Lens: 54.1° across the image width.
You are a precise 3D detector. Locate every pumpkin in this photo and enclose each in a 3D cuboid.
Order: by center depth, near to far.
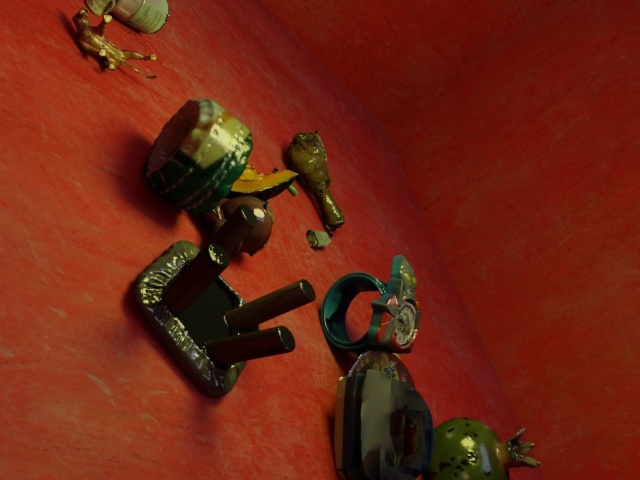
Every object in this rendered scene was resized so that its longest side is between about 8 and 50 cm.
[{"bbox_3d":[-0.238,-0.154,1.764,0.312,0.148,0.169,19,50,-7],"label":"pumpkin"}]

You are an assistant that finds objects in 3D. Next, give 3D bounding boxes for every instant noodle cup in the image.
[{"bbox_3d":[0.145,0.443,1.733,0.274,0.091,0.274,16,64,-35],"label":"instant noodle cup"}]

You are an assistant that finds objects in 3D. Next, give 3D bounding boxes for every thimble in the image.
[{"bbox_3d":[-0.299,-0.210,1.523,0.167,0.254,0.288,36,15,-31],"label":"thimble"}]

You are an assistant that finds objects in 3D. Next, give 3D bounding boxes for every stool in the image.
[{"bbox_3d":[-0.192,0.117,1.334,0.310,0.226,0.310,54,21,-13],"label":"stool"}]

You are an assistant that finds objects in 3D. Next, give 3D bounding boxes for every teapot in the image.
[{"bbox_3d":[-0.613,-0.679,1.769,0.067,0.083,0.057,52,16,-6],"label":"teapot"}]

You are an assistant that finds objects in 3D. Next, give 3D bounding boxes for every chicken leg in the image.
[{"bbox_3d":[-0.006,-0.221,2.385,0.429,0.153,0.201,67,14,7],"label":"chicken leg"}]

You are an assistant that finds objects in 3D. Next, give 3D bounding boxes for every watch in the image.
[{"bbox_3d":[0.146,0.187,1.873,0.241,0.275,0.305,31,64,-49],"label":"watch"}]

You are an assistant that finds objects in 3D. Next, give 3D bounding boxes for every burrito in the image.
[{"bbox_3d":[-0.002,-0.003,2.195,0.118,0.044,0.074,9,48,-60],"label":"burrito"}]

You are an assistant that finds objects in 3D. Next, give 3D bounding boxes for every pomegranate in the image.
[{"bbox_3d":[0.458,0.664,1.861,0.291,0.323,0.290,20,53,-29],"label":"pomegranate"}]

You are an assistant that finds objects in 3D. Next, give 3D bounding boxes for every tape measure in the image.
[{"bbox_3d":[0.156,0.478,1.580,0.262,0.138,0.259,20,64,-32],"label":"tape measure"}]

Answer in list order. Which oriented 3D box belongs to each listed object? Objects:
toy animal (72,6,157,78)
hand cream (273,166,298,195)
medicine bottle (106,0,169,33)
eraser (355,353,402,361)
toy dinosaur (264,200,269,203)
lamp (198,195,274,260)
[{"bbox_3d":[-0.543,-0.492,1.661,0.116,0.114,0.255,17,-15,40],"label":"toy animal"},{"bbox_3d":[-0.127,-0.212,2.259,0.122,0.023,0.036,48,25,-13],"label":"hand cream"},{"bbox_3d":[-0.556,-0.710,1.870,0.168,0.135,0.135,19,42,-60],"label":"medicine bottle"},{"bbox_3d":[0.205,0.420,1.999,0.226,0.069,0.158,13,46,-62],"label":"eraser"},{"bbox_3d":[-0.268,-0.263,1.948,0.363,0.076,0.147,49,31,-7],"label":"toy dinosaur"},{"bbox_3d":[-0.213,-0.028,1.637,0.223,0.151,0.215,-13,47,-26],"label":"lamp"}]
